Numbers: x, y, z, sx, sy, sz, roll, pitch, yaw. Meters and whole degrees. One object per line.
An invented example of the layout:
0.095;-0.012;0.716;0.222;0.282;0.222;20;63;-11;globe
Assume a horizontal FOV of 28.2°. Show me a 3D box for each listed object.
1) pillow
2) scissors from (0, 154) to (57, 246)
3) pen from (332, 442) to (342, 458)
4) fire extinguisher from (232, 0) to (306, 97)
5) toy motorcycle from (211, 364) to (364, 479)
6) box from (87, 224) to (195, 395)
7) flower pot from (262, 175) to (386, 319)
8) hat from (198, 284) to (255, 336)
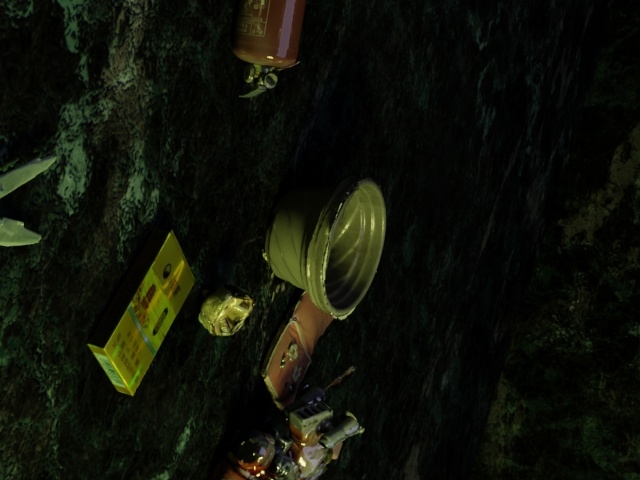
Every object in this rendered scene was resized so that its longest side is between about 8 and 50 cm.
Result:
-0.038;0.172;2.172;0.232;0.043;0.126;-63;151;-32;pillow
-0.380;-0.023;1.241;0.383;0.029;0.256;-21;121;-62;scissors
0.004;0.373;2.408;0.197;0.032;0.053;60;48;-63;pen
-0.068;-0.326;1.759;0.105;0.105;0.269;-13;114;-66;fire extinguisher
-0.045;0.338;2.075;0.401;0.134;0.207;-31;137;-34;toy motorcycle
-0.232;0.092;1.673;0.121;0.030;0.193;72;38;-52;box
0.000;0.000;2.037;0.235;0.140;0.235;12;90;-67;flower pot
-0.144;0.097;1.854;0.076;0.059;0.077;-63;154;7;hat
